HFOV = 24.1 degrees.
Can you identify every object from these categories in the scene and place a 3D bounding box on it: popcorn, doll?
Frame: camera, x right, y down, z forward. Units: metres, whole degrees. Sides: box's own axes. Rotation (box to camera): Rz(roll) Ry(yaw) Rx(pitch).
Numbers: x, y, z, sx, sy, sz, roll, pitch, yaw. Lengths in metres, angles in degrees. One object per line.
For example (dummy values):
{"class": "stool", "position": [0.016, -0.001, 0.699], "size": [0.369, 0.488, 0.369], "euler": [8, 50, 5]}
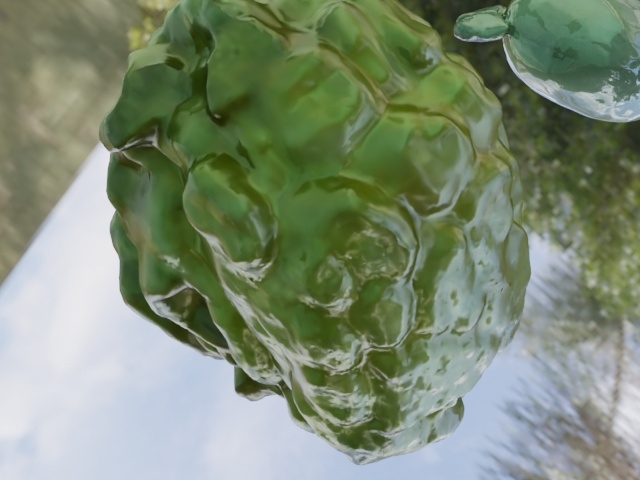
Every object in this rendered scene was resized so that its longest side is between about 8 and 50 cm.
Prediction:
{"class": "popcorn", "position": [0.000, 0.000, 0.729], "size": [0.174, 0.225, 0.286], "euler": [-33, 169, -20]}
{"class": "doll", "position": [0.244, -0.146, 1.177], "size": [0.155, 0.275, 0.113], "euler": [-76, -169, -65]}
